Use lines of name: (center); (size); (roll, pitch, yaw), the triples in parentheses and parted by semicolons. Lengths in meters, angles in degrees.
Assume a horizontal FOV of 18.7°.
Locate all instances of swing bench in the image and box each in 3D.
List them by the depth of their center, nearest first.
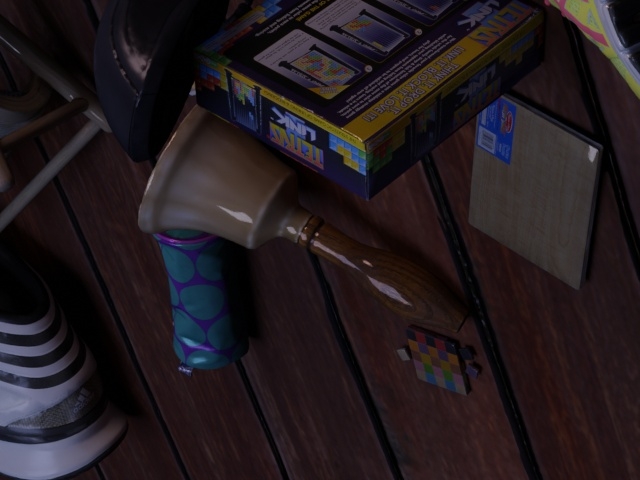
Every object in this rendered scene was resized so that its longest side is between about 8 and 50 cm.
swing bench: (-0.350, -0.106, 1.625); (0.255, 0.165, 0.253); (52, 129, 2)

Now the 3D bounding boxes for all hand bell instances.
hand bell: (0.000, 0.000, 1.428); (0.242, 0.126, 0.126); (31, 144, 10)

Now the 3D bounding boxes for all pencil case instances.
pencil case: (-0.100, 0.038, 1.604); (0.070, 0.064, 0.152); (14, 134, 22)

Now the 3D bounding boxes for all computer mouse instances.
computer mouse: (-0.093, -0.140, 1.246); (0.060, 0.262, 0.184); (18, 147, 5)

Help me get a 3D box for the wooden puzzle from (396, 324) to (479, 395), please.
wooden puzzle: (0.089, 0.091, 1.474); (0.083, 0.006, 0.049); (18, 135, 41)

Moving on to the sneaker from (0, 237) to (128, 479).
sneaker: (-0.395, 0.073, 1.935); (0.447, 0.169, 0.257); (7, 125, 37)

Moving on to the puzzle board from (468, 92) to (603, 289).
puzzle board: (0.141, -0.036, 1.279); (0.096, 0.011, 0.128); (33, 143, 29)

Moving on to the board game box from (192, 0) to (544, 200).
board game box: (0.030, -0.111, 1.190); (0.141, 0.170, 0.048); (32, 142, 29)

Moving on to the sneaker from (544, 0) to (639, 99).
sneaker: (0.153, -0.154, 1.093); (0.208, 0.081, 0.094); (59, 155, 1)
